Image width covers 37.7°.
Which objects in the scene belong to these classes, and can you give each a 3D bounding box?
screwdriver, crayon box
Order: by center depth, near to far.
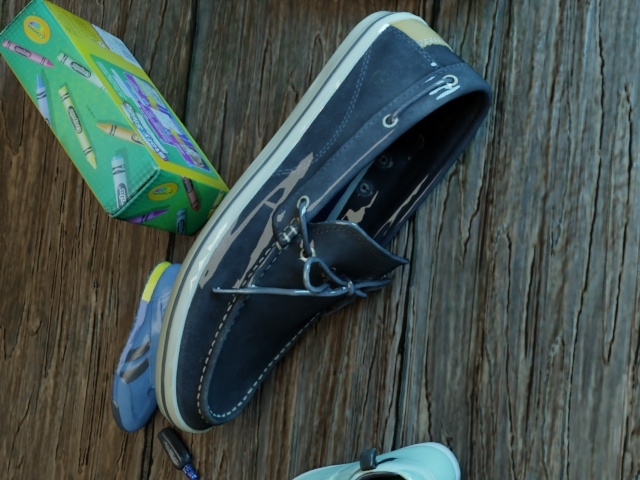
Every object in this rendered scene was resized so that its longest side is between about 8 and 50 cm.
[{"bbox_3d":[-0.135,0.286,1.078,0.025,0.024,0.170,-36,76,-15],"label":"screwdriver"},{"bbox_3d":[-0.239,-0.141,1.093,0.081,0.165,0.278,-42,70,13],"label":"crayon box"}]

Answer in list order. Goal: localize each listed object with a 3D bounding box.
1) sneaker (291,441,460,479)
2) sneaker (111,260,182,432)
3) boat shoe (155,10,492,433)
[{"bbox_3d":[0.005,0.275,0.946,0.256,0.151,0.094,-29,75,18],"label":"sneaker"},{"bbox_3d":[-0.179,0.130,1.087,0.082,0.069,0.209,18,90,20],"label":"sneaker"},{"bbox_3d":[0.000,0.000,0.969,0.156,0.187,0.500,35,92,29],"label":"boat shoe"}]
